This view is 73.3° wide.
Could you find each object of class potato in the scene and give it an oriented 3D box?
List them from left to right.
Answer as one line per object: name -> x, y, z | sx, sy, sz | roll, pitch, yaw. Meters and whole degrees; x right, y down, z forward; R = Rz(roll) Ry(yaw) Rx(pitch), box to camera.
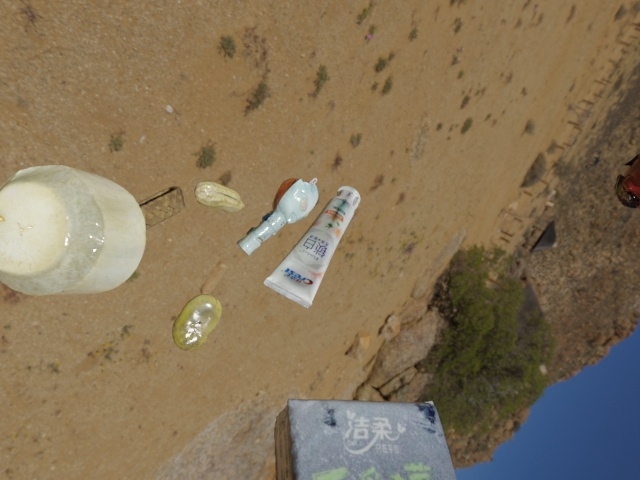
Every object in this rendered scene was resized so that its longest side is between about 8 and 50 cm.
potato -> -0.288, 0.190, 1.004 | 0.138, 0.091, 0.070 | -58, -158, -14

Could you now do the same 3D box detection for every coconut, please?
coconut -> -0.390, -0.010, 0.683 | 0.202, 0.202, 0.222 | -56, 173, -1

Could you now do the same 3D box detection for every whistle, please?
whistle -> -0.133, -0.091, 1.420 | 0.346, 0.134, 0.142 | -44, -178, -11

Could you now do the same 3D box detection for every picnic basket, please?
picnic basket -> -0.381, -0.052, 0.918 | 0.193, 0.110, 0.055 | -34, 113, -23

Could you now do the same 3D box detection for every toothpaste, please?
toothpaste -> 0.000, 0.000, 0.908 | 0.323, 0.100, 0.066 | -58, 175, -40

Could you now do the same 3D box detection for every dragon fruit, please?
dragon fruit -> 0.637, -0.106, 0.718 | 0.125, 0.246, 0.125 | 28, 66, -57

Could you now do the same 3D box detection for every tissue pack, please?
tissue pack -> 0.085, 0.440, 0.624 | 0.287, 0.394, 0.124 | 11, 136, -20

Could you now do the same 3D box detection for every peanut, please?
peanut -> -0.280, -0.118, 1.190 | 0.080, 0.080, 0.174 | -59, 147, 7
